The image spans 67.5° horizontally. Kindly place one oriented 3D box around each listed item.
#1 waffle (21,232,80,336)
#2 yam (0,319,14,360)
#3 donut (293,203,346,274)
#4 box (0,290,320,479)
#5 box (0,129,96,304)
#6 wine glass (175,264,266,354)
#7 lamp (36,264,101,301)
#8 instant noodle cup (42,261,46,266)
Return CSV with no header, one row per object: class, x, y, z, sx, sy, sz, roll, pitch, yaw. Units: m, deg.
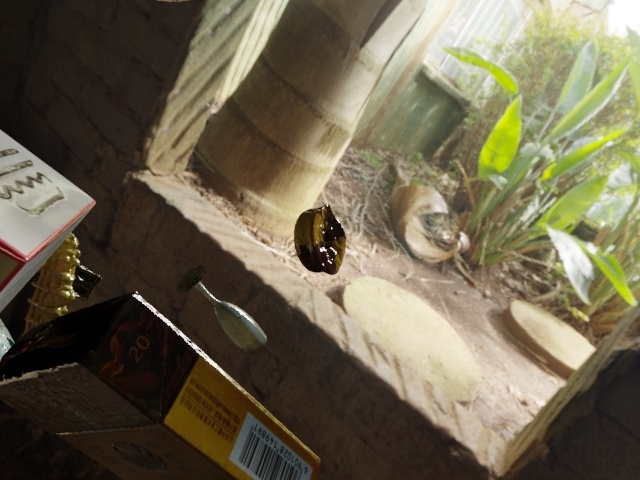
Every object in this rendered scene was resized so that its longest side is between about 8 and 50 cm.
waffle,-0.478,0.079,0.852,0.046,0.160,0.192,20,43,-46
yam,-0.998,0.306,1.346,0.348,0.241,0.241,53,26,17
donut,0.000,0.000,0.932,0.059,0.140,0.140,-5,3,28
box,-0.225,0.265,0.689,0.415,0.264,0.116,53,39,-28
box,-0.512,-0.007,0.560,0.300,0.312,0.314,41,4,-19
wine glass,-0.173,0.133,0.867,0.198,0.066,0.066,55,6,-32
lamp,-0.810,0.090,1.468,0.325,0.090,0.089,17,-19,34
instant noodle cup,-0.605,0.010,0.951,0.151,0.151,0.122,24,7,-19
